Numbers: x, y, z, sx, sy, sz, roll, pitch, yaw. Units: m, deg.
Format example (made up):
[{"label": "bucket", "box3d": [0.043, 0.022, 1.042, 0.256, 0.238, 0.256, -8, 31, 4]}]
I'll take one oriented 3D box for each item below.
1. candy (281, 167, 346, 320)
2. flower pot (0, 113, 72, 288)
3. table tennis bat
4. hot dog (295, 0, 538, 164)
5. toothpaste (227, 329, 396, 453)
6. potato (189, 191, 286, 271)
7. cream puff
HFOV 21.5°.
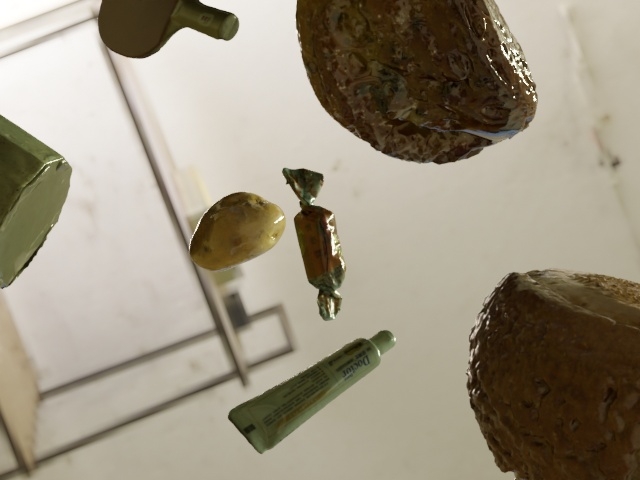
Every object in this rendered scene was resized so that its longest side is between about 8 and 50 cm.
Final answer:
[{"label": "candy", "box3d": [0.000, 0.000, 1.921, 0.053, 0.046, 0.182, -17, 92, -60]}, {"label": "flower pot", "box3d": [-0.347, -0.050, 1.521, 0.202, 0.212, 0.212, 30, -7, 8]}, {"label": "table tennis bat", "box3d": [-0.163, -0.251, 1.808, 0.022, 0.138, 0.246, 24, 2, -40]}, {"label": "hot dog", "box3d": [0.128, -0.241, 2.200, 0.387, 0.267, 0.174, 56, 33, -37]}, {"label": "toothpaste", "box3d": [-0.003, 0.177, 2.082, 0.067, 0.255, 0.037, 50, -34, 13]}, {"label": "potato", "box3d": [-0.070, -0.006, 1.389, 0.062, 0.083, 0.068, 49, 22, 11]}, {"label": "cream puff", "box3d": [0.257, 0.148, 1.381, 0.303, 0.303, 0.212, -112, -141, -83]}]
